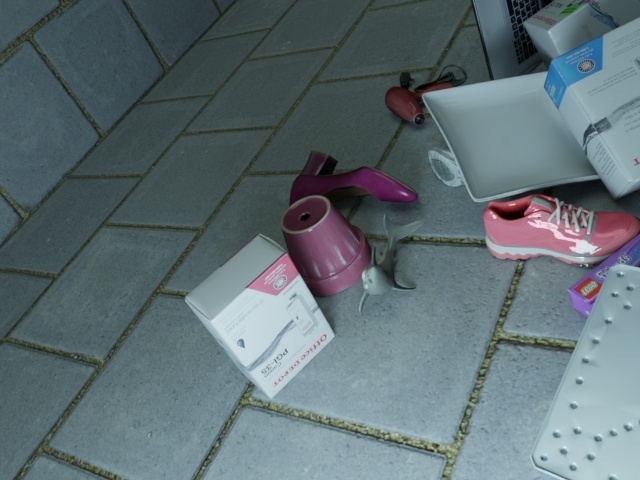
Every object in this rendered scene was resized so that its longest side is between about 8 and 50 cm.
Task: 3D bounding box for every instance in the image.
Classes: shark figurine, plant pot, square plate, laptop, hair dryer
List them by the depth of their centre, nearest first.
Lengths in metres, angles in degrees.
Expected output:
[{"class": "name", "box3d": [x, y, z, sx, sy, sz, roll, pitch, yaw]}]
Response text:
[{"class": "shark figurine", "box3d": [0.164, 0.068, 1.490, 0.116, 0.166, 0.278, 14, 32, 12]}, {"class": "square plate", "box3d": [0.443, -0.236, 1.513, 0.343, 0.049, 0.347, -12, 54, -8]}, {"class": "plant pot", "box3d": [0.000, 0.000, 1.583, 0.201, 0.180, 0.201, -18, 38, 15]}, {"class": "laptop", "box3d": [0.620, -0.651, 1.725, 0.408, 0.382, 0.236, -36, 29, -24]}, {"class": "hair dryer", "box3d": [0.301, -0.443, 1.980, 0.223, 0.080, 0.294, -4, 44, 30]}]

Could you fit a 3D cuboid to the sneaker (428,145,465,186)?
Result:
[{"class": "sneaker", "box3d": [0.371, -0.187, 1.643, 0.115, 0.090, 0.232, -38, 46, -21]}]

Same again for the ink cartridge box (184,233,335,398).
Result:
[{"class": "ink cartridge box", "box3d": [-0.115, 0.161, 1.388, 0.207, 0.283, 0.117, -43, 42, -16]}]

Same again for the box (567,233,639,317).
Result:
[{"class": "box", "box3d": [0.624, 0.069, 1.182, 0.293, 0.057, 0.201, -35, 38, -6]}]

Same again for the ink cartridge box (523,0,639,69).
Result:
[{"class": "ink cartridge box", "box3d": [0.693, -0.532, 1.659, 0.270, 0.197, 0.198, -34, 21, 12]}]

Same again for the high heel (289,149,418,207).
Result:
[{"class": "high heel", "box3d": [0.080, -0.110, 1.756, 0.377, 0.127, 0.181, 22, 89, 42]}]

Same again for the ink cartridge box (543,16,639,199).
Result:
[{"class": "ink cartridge box", "box3d": [0.645, -0.273, 1.379, 0.223, 0.129, 0.308, -25, 73, 1]}]

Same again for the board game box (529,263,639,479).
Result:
[{"class": "board game box", "box3d": [0.564, 0.240, 0.970, 0.389, 0.050, 0.390, 15, 60, 35]}]

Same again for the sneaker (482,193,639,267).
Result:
[{"class": "sneaker", "box3d": [0.471, -0.030, 1.335, 0.313, 0.136, 0.116, -2, 46, 32]}]
